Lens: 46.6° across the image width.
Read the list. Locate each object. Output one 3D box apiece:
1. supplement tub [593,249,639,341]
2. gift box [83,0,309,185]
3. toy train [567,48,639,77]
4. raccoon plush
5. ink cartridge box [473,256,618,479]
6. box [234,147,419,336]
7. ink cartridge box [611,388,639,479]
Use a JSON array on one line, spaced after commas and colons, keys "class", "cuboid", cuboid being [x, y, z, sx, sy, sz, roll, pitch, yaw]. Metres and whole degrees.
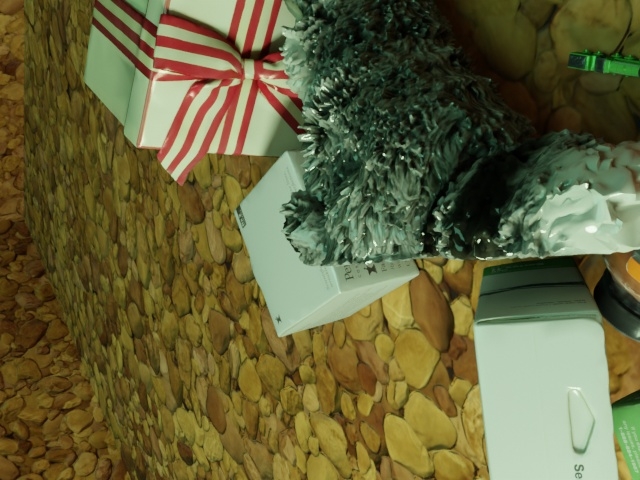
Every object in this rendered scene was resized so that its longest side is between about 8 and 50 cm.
[{"class": "supplement tub", "cuboid": [0.262, -0.018, 0.504, 0.106, 0.106, 0.198, 52, 140, 35]}, {"class": "gift box", "cuboid": [-0.129, -0.226, 0.923, 0.258, 0.255, 0.277, 42, 128, 46]}, {"class": "toy train", "cuboid": [0.232, -0.138, 0.587, 0.083, 0.023, 0.017, 29, 125, 51]}, {"class": "raccoon plush", "cuboid": [0.111, -0.139, 0.612, 0.446, 0.216, 0.299, -5, 92, 59]}, {"class": "ink cartridge box", "cuboid": [0.175, 0.107, 0.589, 0.086, 0.208, 0.153, -6, 96, 15]}, {"class": "box", "cuboid": [0.000, 0.000, 0.913, 0.182, 0.119, 0.181, -40, 67, 55]}, {"class": "ink cartridge box", "cuboid": [0.321, 0.157, 0.485, 0.212, 0.093, 0.154, -31, 74, 55]}]
